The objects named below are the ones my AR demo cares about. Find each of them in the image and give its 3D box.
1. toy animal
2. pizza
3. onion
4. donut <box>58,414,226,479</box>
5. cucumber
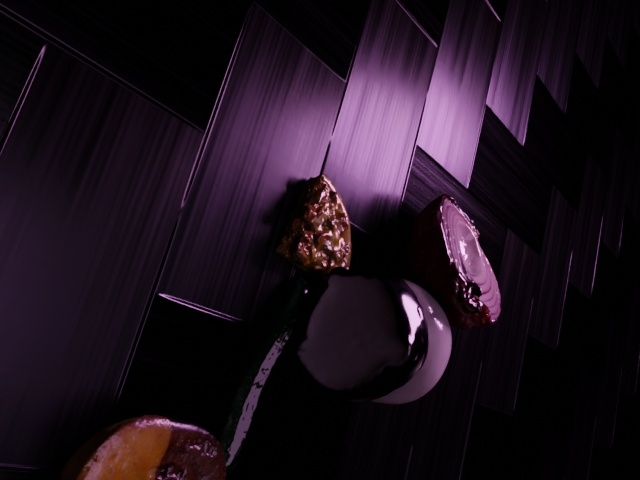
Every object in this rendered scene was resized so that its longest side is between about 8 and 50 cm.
[{"bbox_3d":[0.093,0.145,0.813,0.235,0.165,0.187,25,90,-59],"label":"toy animal"},{"bbox_3d":[0.001,0.000,0.802,0.134,0.046,0.175,-36,116,-40],"label":"pizza"},{"bbox_3d":[0.210,0.054,0.932,0.227,0.120,0.283,59,22,-9],"label":"onion"},{"bbox_3d":[-0.190,0.262,0.591,0.184,0.073,0.166,13,81,-47],"label":"donut"},{"bbox_3d":[-0.076,0.163,0.722,0.056,0.056,0.284,46,56,-37],"label":"cucumber"}]
